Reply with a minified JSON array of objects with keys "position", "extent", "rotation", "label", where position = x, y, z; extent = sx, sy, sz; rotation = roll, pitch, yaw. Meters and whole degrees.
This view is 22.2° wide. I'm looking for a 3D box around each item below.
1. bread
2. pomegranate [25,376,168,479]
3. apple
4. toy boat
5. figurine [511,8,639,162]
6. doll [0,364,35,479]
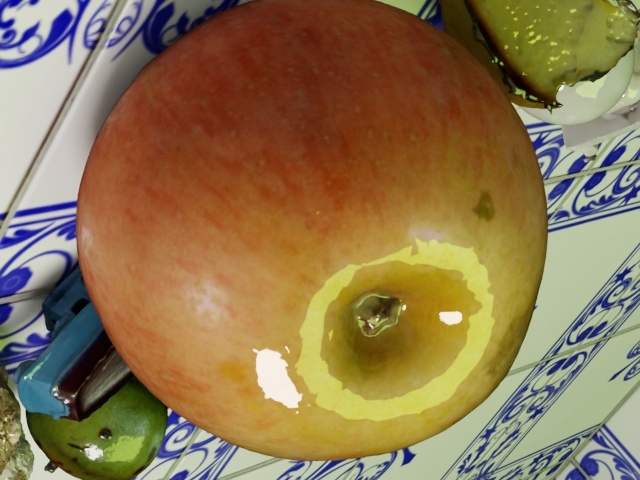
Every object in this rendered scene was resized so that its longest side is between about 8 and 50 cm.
[{"position":[0.188,-0.208,1.430],"extent":[0.140,0.160,0.169],"rotation":[-37,158,-6],"label":"bread"},{"position":[-0.204,0.143,1.532],"extent":[0.148,0.148,0.169],"rotation":[62,42,-67],"label":"pomegranate"},{"position":[0.000,0.000,1.253],"extent":[0.364,0.364,0.364],"rotation":[-33,157,-16],"label":"apple"},{"position":[-0.188,0.064,1.443],"extent":[0.223,0.097,0.100],"rotation":[-47,159,-29],"label":"toy boat"},{"position":[0.266,-0.168,1.681],"extent":[0.257,0.182,0.144],"rotation":[11,84,-54],"label":"figurine"},{"position":[-0.305,0.164,1.419],"extent":[0.115,0.105,0.221],"rotation":[-6,154,-15],"label":"doll"}]
